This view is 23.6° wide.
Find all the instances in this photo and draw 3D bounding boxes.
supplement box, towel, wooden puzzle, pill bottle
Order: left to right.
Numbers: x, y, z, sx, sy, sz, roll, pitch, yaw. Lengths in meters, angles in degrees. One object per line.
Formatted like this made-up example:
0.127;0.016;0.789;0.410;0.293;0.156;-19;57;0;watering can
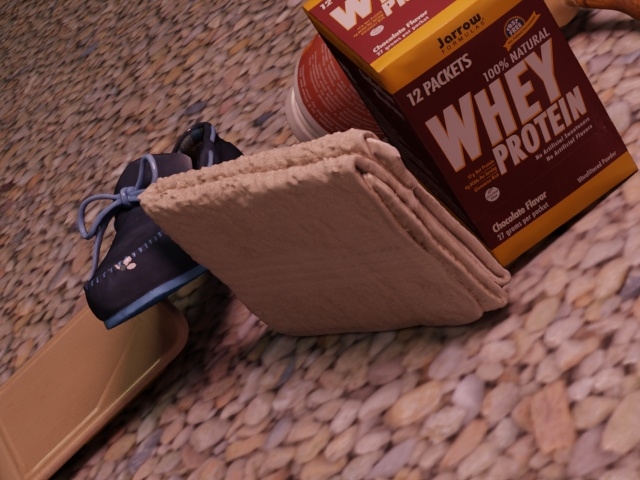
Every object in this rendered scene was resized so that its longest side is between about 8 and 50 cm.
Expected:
-0.228;0.138;1.458;0.238;0.044;0.221;-48;26;-3;wooden puzzle
0.000;0.000;1.178;0.282;0.187;0.049;-8;45;49;towel
0.048;-0.155;1.385;0.121;0.121;0.216;-56;9;-28;pill bottle
0.111;-0.120;1.178;0.129;0.194;0.191;-36;29;-1;supplement box

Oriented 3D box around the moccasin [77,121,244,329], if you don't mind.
-0.151;-0.021;1.403;0.138;0.117;0.342;-28;10;16;moccasin

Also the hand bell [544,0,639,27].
0.234;-0.209;1.307;0.242;0.126;0.126;18;62;48;hand bell
